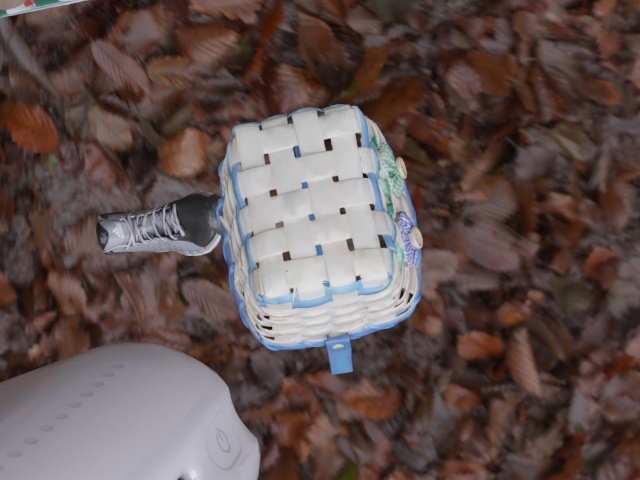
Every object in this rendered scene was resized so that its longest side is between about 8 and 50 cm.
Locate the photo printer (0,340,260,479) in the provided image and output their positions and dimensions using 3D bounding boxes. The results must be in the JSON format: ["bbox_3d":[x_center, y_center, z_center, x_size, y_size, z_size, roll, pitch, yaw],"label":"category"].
[{"bbox_3d":[-0.183,0.147,0.468,0.307,0.256,0.107,-21,100,35],"label":"photo printer"}]

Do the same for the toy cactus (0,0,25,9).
[{"bbox_3d":[-0.150,-0.203,0.659,0.112,0.181,0.219,-22,142,33],"label":"toy cactus"}]

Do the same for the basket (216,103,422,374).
[{"bbox_3d":[0.000,0.000,1.275,0.201,0.289,0.255,-10,78,-4],"label":"basket"}]

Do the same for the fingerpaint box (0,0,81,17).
[{"bbox_3d":[-0.175,-0.453,1.082,0.163,0.445,0.371,-4,117,30],"label":"fingerpaint box"}]

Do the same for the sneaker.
[{"bbox_3d":[-0.234,-0.012,1.698,0.132,0.228,0.086,-8,87,-36],"label":"sneaker"}]
